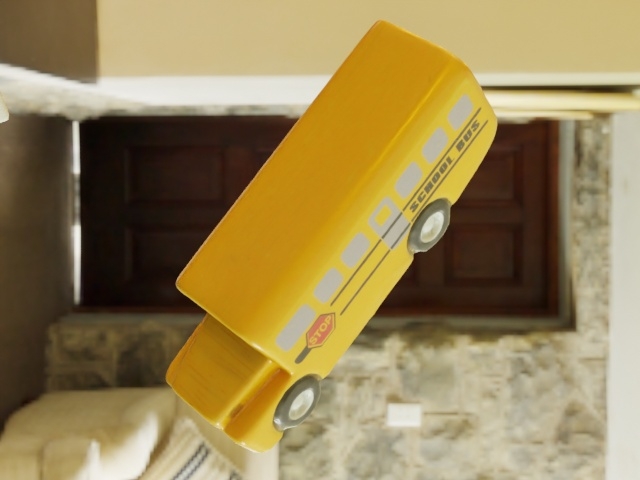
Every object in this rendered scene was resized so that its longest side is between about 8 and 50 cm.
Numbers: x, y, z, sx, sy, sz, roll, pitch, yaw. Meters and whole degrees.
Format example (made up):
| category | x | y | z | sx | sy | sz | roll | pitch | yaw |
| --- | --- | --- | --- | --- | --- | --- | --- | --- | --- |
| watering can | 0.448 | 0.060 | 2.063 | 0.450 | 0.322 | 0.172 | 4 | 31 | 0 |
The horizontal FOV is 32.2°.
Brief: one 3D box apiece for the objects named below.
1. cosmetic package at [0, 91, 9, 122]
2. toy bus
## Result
| category | x | y | z | sx | sy | sz | roll | pitch | yaw |
| --- | --- | --- | --- | --- | --- | --- | --- | --- | --- |
| cosmetic package | -0.453 | -0.271 | 1.048 | 0.155 | 0.197 | 0.365 | 40 | -32 | 60 |
| toy bus | 0.000 | 0.000 | 0.881 | 0.333 | 0.108 | 0.130 | -53 | 147 | -5 |
